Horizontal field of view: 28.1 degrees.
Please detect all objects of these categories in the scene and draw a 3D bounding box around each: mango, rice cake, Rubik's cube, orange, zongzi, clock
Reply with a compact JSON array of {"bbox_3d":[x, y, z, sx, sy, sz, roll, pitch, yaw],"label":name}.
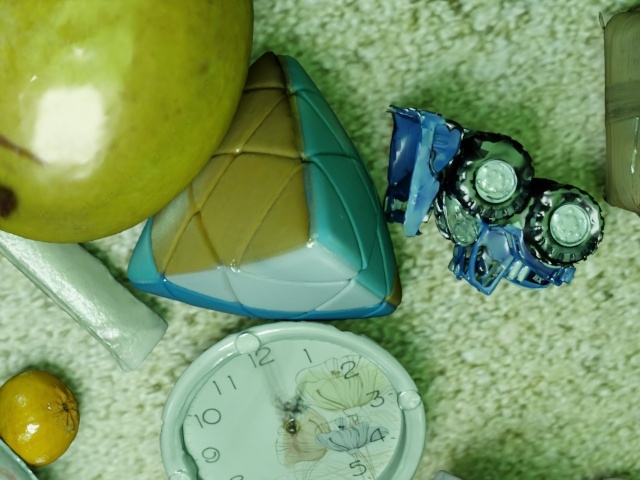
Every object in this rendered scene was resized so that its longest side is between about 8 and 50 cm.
[{"bbox_3d":[-0.193,-0.222,1.004,0.301,0.220,0.445,10,93,11],"label":"mango"},{"bbox_3d":[-0.240,0.009,1.110,0.256,0.052,0.057,44,86,-9],"label":"rice cake"},{"bbox_3d":[0.000,0.000,1.061,0.254,0.254,0.255,-1,96,-7],"label":"Rubik's cube"},{"bbox_3d":[-0.246,0.154,1.110,0.070,0.083,0.083,-21,98,9],"label":"orange"},{"bbox_3d":[0.349,-0.121,1.154,0.197,0.099,0.195,-7,97,-17],"label":"zongzi"},{"bbox_3d":[-0.025,0.166,1.135,0.236,0.053,0.236,-1,115,-3],"label":"clock"}]

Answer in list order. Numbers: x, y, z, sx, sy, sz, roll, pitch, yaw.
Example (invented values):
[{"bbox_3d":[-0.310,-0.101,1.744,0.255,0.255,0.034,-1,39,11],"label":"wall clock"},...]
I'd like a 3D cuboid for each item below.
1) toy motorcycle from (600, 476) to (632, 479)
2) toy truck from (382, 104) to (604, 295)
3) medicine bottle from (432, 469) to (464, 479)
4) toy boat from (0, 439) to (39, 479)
[{"bbox_3d":[0.318,0.337,1.202,0.112,0.112,0.254,-20,97,-5],"label":"toy motorcycle"},{"bbox_3d":[0.134,-0.033,1.124,0.208,0.113,0.126,34,92,-8],"label":"toy truck"},{"bbox_3d":[0.112,0.376,1.098,0.241,0.241,0.302,33,82,-9],"label":"medicine bottle"},{"bbox_3d":[-0.308,0.228,1.085,0.134,0.079,0.208,-36,99,34],"label":"toy boat"}]
